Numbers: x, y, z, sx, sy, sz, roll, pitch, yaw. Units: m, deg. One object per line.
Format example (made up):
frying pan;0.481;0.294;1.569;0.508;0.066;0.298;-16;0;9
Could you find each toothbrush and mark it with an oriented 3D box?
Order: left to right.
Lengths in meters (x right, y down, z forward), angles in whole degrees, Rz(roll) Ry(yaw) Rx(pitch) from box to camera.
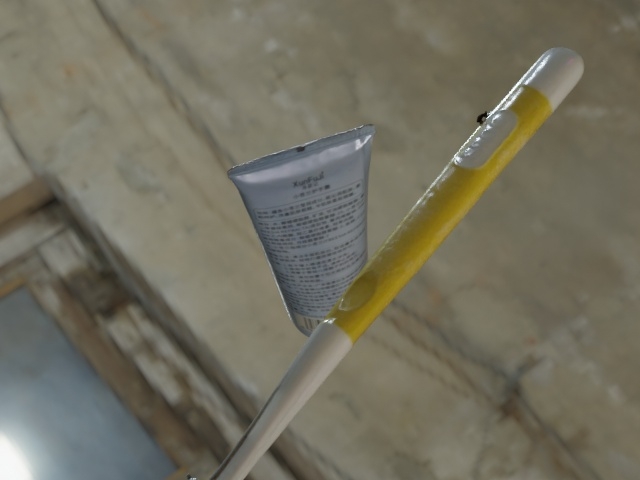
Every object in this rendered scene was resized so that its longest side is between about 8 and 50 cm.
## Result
toothbrush;0.018;0.018;0.636;0.021;0.288;0.024;24;-31;29

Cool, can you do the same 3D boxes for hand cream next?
hand cream;0.000;0.000;1.111;0.271;0.091;0.058;78;-4;-65
